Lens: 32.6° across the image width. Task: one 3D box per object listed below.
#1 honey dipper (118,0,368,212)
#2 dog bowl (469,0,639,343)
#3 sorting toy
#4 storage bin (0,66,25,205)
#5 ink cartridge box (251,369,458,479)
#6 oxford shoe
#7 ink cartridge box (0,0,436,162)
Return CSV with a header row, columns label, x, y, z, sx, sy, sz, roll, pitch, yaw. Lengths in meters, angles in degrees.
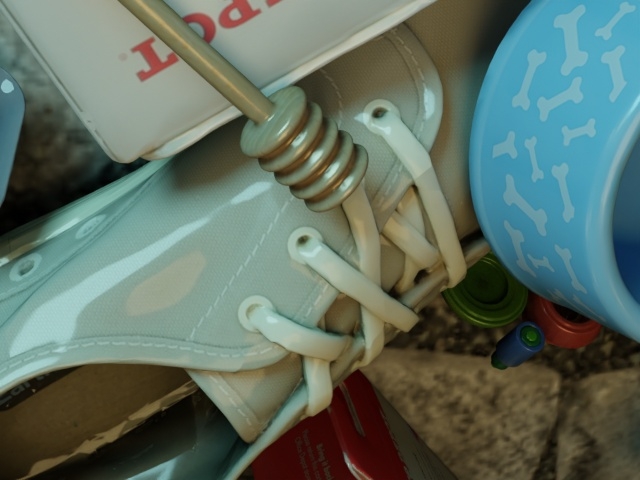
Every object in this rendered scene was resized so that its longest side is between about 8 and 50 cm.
label,x,y,z,sx,sy,sz,roll,pitch,yaw
honey dipper,-0.047,-0.066,0.352,0.030,0.030,0.160,-44,119,12
dog bowl,0.209,-0.049,0.426,0.297,0.074,0.166,-17,119,-10
sorting toy,0.104,0.039,0.595,0.101,0.061,0.042,14,149,-14
storage bin,-0.203,-0.041,0.445,0.135,0.098,0.091,21,139,-25
ink cartridge box,0.036,0.161,0.592,0.078,0.134,0.231,-36,121,7
oxford shoe,0.000,0.000,0.473,0.449,0.130,0.169,-35,130,-3
ink cartridge box,-0.057,-0.213,0.352,0.226,0.131,0.306,-28,125,4
